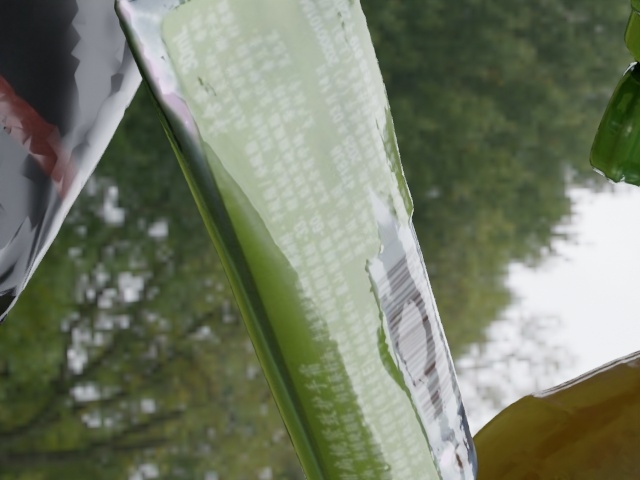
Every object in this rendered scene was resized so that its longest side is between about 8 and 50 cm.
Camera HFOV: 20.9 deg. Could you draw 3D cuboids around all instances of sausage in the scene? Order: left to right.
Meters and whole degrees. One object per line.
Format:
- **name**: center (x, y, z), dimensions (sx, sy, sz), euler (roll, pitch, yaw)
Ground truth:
- **sausage**: center (0.165, 0.105, 0.815), dimensions (0.112, 0.328, 0.112), euler (159, -90, -83)

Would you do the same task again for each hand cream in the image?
- **hand cream**: center (0.000, 0.000, 0.531), dimensions (0.055, 0.086, 0.235), euler (10, -50, 41)

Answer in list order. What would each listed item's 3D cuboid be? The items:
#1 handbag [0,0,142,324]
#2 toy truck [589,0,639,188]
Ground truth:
- **handbag**: center (-0.141, -0.088, 0.542), dimensions (0.169, 0.155, 0.215), euler (52, 53, -41)
- **toy truck**: center (0.225, -0.093, 0.818), dimensions (0.210, 0.148, 0.187), euler (-45, 155, -58)
